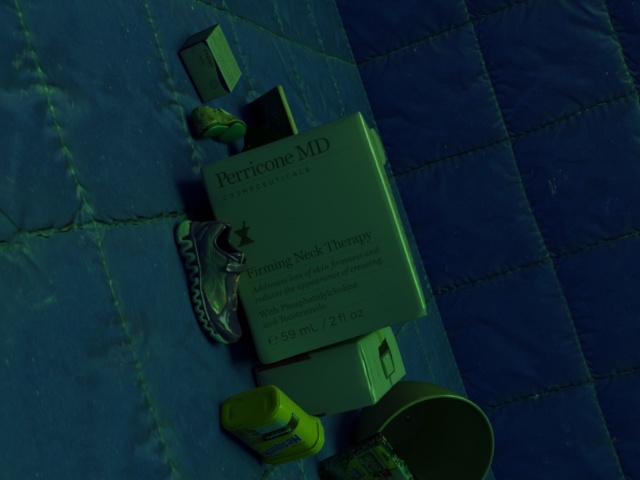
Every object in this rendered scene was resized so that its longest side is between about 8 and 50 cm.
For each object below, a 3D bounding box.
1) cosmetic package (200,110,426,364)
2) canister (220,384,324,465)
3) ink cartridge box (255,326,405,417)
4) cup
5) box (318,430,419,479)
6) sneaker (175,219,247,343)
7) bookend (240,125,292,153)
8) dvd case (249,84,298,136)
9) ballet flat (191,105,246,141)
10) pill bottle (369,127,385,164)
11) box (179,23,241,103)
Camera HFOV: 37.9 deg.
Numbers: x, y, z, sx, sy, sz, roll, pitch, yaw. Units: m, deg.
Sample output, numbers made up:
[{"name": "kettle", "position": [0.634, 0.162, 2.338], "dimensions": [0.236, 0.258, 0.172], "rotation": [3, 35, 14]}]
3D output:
[{"name": "cosmetic package", "position": [0.000, 0.000, 1.852], "dimensions": [0.327, 0.329, 0.393], "rotation": [5, 67, -83]}, {"name": "canister", "position": [-0.086, 0.328, 1.650], "dimensions": [0.170, 0.126, 0.073], "rotation": [50, 26, -47]}, {"name": "ink cartridge box", "position": [0.027, 0.271, 1.905], "dimensions": [0.306, 0.226, 0.131], "rotation": [-12, 85, -75]}, {"name": "cup", "position": [0.216, 0.471, 2.246], "dimensions": [0.331, 0.331, 0.237], "rotation": [64, -9, -24]}, {"name": "box", "position": [0.127, 0.532, 1.981], "dimensions": [0.233, 0.159, 0.044], "rotation": [54, 21, -15]}, {"name": "sneaker", "position": [-0.177, 0.066, 1.672], "dimensions": [0.095, 0.105, 0.236], "rotation": [-7, 80, -75]}, {"name": "bookend", "position": [-0.122, -0.171, 2.140], "dimensions": [0.157, 0.156, 0.072], "rotation": [120, -26, -46]}, {"name": "dvd case", "position": [-0.099, -0.248, 2.244], "dimensions": [0.164, 0.018, 0.221], "rotation": [-15, -85, 61]}, {"name": "ballet flat", "position": [-0.215, -0.253, 1.972], "dimensions": [0.067, 0.073, 0.206], "rotation": [59, 11, 6]}, {"name": "pill bottle", "position": [0.038, -0.205, 2.431], "dimensions": [0.136, 0.246, 0.136], "rotation": [-19, 90, -74]}, {"name": "box", "position": [-0.238, -0.386, 2.028], "dimensions": [0.137, 0.072, 0.126], "rotation": [-78, 146, -62]}]
